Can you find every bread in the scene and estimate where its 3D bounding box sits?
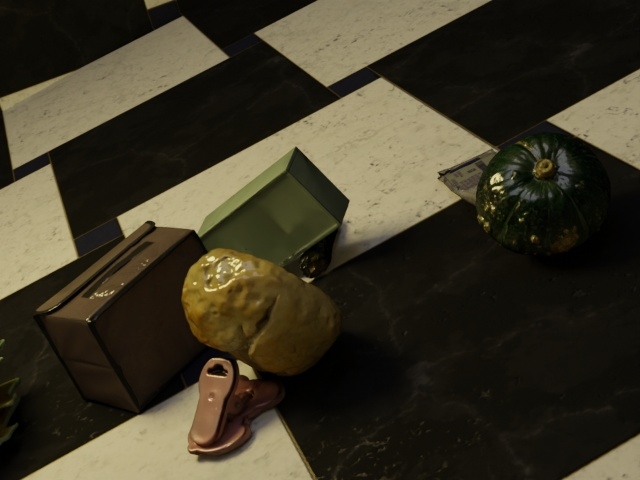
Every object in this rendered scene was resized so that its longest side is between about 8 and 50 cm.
[{"bbox_3d":[-0.091,0.109,1.499,0.244,0.244,0.134,8,72,47],"label":"bread"}]

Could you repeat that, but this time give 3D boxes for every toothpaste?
[{"bbox_3d":[0.269,-0.092,1.727,0.099,0.068,0.282,4,16,-9],"label":"toothpaste"}]

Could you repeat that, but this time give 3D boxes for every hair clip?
[{"bbox_3d":[-0.125,0.241,1.492,0.123,0.102,0.138,-6,66,36],"label":"hair clip"}]

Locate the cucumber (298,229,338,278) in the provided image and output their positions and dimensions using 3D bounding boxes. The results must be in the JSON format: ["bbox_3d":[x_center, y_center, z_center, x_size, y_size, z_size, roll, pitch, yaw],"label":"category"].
[{"bbox_3d":[0.000,0.000,1.793,0.053,0.053,0.181,-15,26,18],"label":"cucumber"}]

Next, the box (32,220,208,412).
[{"bbox_3d":[-0.283,0.116,1.679,0.153,0.188,0.252,4,37,47],"label":"box"}]

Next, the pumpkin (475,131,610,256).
[{"bbox_3d":[0.316,-0.064,1.514,0.190,0.146,0.190,-6,73,19],"label":"pumpkin"}]

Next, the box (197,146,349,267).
[{"bbox_3d":[-0.080,-0.034,1.747,0.225,0.129,0.086,-35,20,30],"label":"box"}]

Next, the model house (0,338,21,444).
[{"bbox_3d":[-0.640,0.287,1.700,0.357,0.242,0.313,-6,17,35],"label":"model house"}]
